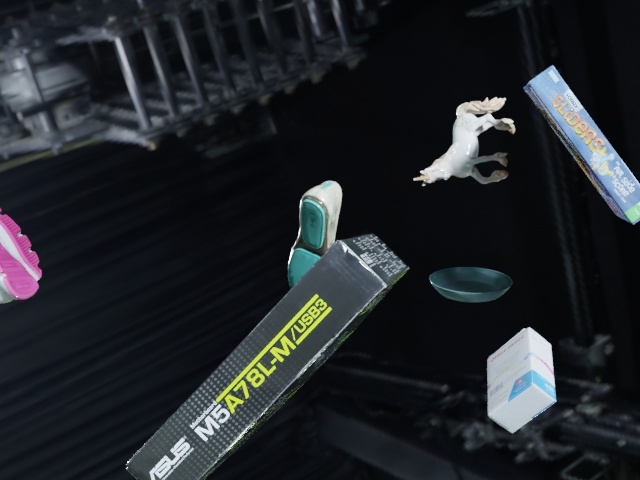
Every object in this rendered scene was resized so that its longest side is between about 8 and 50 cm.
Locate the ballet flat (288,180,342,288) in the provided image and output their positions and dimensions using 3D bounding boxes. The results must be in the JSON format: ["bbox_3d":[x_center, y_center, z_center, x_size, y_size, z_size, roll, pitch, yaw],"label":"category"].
[{"bbox_3d":[0.000,0.000,1.220,0.057,0.052,0.168,30,-42,16],"label":"ballet flat"}]

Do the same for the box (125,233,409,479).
[{"bbox_3d":[-0.024,0.075,0.671,0.045,0.184,0.190,42,8,6],"label":"box"}]

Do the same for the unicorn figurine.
[{"bbox_3d":[0.196,-0.118,1.381,0.111,0.162,0.060,5,-36,17],"label":"unicorn figurine"}]

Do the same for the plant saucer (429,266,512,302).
[{"bbox_3d":[0.216,0.066,1.497,0.119,0.119,0.021,21,-64,51],"label":"plant saucer"}]

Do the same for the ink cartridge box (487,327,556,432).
[{"bbox_3d":[0.283,0.196,1.467,0.052,0.122,0.088,36,-58,-17],"label":"ink cartridge box"}]

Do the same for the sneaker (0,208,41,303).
[{"bbox_3d":[-0.376,-0.038,1.002,0.252,0.111,0.103,65,11,6],"label":"sneaker"}]

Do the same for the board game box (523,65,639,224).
[{"bbox_3d":[0.316,-0.114,1.232,0.201,0.035,0.136,54,10,0],"label":"board game box"}]
